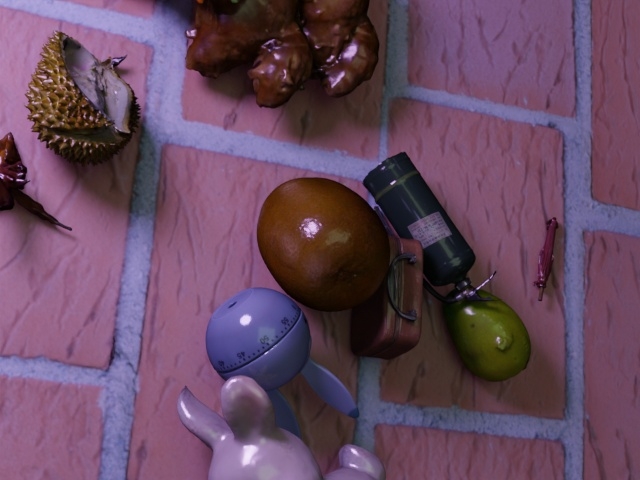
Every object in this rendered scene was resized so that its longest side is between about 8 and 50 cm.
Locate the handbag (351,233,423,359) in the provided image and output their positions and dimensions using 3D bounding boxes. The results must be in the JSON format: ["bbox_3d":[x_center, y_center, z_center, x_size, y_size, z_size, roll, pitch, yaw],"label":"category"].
[{"bbox_3d":[0.107,0.089,1.718,0.072,0.151,0.193,12,74,-21],"label":"handbag"}]

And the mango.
[{"bbox_3d":[0.277,0.153,1.801,0.119,0.100,0.178,-35,81,-21],"label":"mango"}]

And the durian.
[{"bbox_3d":[-0.366,-0.208,1.618,0.193,0.138,0.237,44,22,-15],"label":"durian"}]

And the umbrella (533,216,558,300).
[{"bbox_3d":[0.404,0.032,1.922,0.027,0.025,0.165,15,68,2],"label":"umbrella"}]

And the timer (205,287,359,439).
[{"bbox_3d":[-0.066,0.178,1.645,0.255,0.175,0.175,46,62,-36],"label":"timer"}]

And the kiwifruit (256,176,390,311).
[{"bbox_3d":[0.000,0.000,1.659,0.196,0.234,0.195,-10,116,-21],"label":"kiwifruit"}]

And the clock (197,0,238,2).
[{"bbox_3d":[-0.211,-0.474,1.684,0.219,0.255,0.106,-65,143,-34],"label":"clock"}]

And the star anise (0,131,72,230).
[{"bbox_3d":[-0.460,-0.064,1.586,0.141,0.144,0.158,17,54,30],"label":"star anise"}]

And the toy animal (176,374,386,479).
[{"bbox_3d":[-0.051,0.344,1.551,0.368,0.196,0.241,43,49,-20],"label":"toy animal"}]

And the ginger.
[{"bbox_3d":[-0.056,-0.358,1.770,0.358,0.152,0.274,-11,94,-24],"label":"ginger"}]

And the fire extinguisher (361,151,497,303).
[{"bbox_3d":[0.184,-0.002,1.782,0.118,0.093,0.294,-34,80,9],"label":"fire extinguisher"}]
